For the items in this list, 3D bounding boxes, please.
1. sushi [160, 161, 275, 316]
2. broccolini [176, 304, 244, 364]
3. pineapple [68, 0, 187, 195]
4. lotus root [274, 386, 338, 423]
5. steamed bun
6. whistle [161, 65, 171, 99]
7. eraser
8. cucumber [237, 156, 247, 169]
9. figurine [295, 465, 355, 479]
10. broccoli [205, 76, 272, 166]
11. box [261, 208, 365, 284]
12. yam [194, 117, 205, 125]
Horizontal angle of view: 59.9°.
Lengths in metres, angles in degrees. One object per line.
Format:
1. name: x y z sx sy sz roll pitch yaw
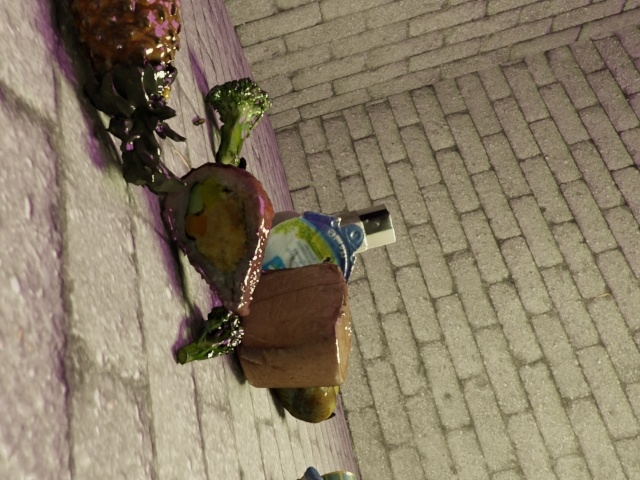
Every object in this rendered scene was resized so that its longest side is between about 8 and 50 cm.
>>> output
1. sushi: -0.139 -0.014 0.901 0.241 0.161 0.107 55 2 9
2. broccolini: -0.163 0.158 0.857 0.203 0.068 0.091 -77 180 -81
3. pineapple: -0.242 -0.213 0.736 0.170 0.141 0.310 177 -96 -67
4. lotus root: -0.049 0.323 1.364 0.152 0.160 0.275 -48 125 -59
5. steamed bun: -0.043 0.193 1.167 0.301 0.251 0.199 -83 160 -59
6. whistle: -0.300 -0.315 1.044 0.057 0.046 0.109 101 -17 -61
7. eraser: 0.000 0.000 1.554 0.098 0.403 0.097 -105 179 -67
8. cucumber: -0.251 -0.236 1.754 0.135 0.033 0.034 -100 171 -71
9. figurine: 0.016 0.585 1.061 0.161 0.158 0.276 58 13 -48
10. broccoli: -0.252 -0.311 1.540 0.198 0.177 0.275 -15 -123 60
11. box: -0.052 0.017 1.388 0.262 0.291 0.206 57 -4 -24
12. yam: -0.292 -0.287 1.346 0.107 0.014 0.014 -98 171 -73
